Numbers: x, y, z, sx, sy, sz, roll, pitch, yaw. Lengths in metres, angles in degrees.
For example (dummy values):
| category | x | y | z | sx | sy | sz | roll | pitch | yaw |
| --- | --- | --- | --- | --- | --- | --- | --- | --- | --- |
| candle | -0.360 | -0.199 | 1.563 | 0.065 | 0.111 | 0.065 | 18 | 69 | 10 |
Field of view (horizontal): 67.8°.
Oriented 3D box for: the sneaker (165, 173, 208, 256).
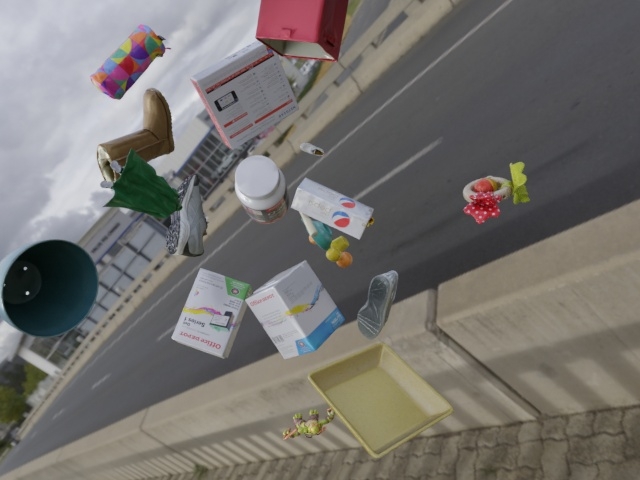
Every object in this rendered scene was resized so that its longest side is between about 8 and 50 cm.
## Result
| category | x | y | z | sx | sy | sz | roll | pitch | yaw |
| --- | --- | --- | --- | --- | --- | --- | --- | --- | --- |
| sneaker | -0.386 | -0.072 | 1.413 | 0.100 | 0.108 | 0.271 | -27 | 55 | 43 |

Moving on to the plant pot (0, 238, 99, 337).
| category | x | y | z | sx | sy | sz | roll | pitch | yaw |
| --- | --- | --- | --- | --- | --- | --- | --- | --- | --- |
| plant pot | -0.864 | 0.136 | 1.444 | 0.195 | 0.290 | 0.290 | 3 | 46 | 29 |

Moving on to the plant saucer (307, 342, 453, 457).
| category | x | y | z | sx | sy | sz | roll | pitch | yaw |
| --- | --- | --- | --- | --- | --- | --- | --- | --- | --- |
| plant saucer | 0.175 | 0.489 | 1.454 | 0.333 | 0.333 | 0.081 | 40 | 130 | 41 |

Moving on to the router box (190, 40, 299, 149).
| category | x | y | z | sx | sy | sz | roll | pitch | yaw |
| --- | --- | --- | --- | --- | --- | --- | --- | --- | --- |
| router box | -0.286 | -0.571 | 1.861 | 0.335 | 0.301 | 0.082 | -34 | 39 | -13 |

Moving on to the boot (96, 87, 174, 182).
| category | x | y | z | sx | sy | sz | roll | pitch | yaw |
| --- | --- | --- | --- | --- | --- | --- | --- | --- | --- |
| boot | -0.583 | -0.331 | 1.495 | 0.089 | 0.236 | 0.269 | 9 | 33 | 27 |

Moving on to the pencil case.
| category | x | y | z | sx | sy | sz | roll | pitch | yaw |
| --- | --- | --- | --- | --- | --- | --- | --- | --- | --- |
| pencil case | -0.542 | -0.507 | 1.359 | 0.236 | 0.104 | 0.104 | -49 | 14 | -9 |

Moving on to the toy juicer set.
| category | x | y | z | sx | sy | sz | roll | pitch | yaw |
| --- | --- | --- | --- | --- | --- | --- | --- | --- | --- |
| toy juicer set | 0.000 | 0.000 | 1.851 | 0.089 | 0.329 | 0.209 | -38 | 36 | 17 |

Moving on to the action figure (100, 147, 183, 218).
| category | x | y | z | sx | sy | sz | roll | pitch | yaw |
| --- | --- | --- | --- | --- | --- | --- | --- | --- | --- |
| action figure | -0.395 | -0.108 | 1.098 | 0.137 | 0.063 | 0.232 | -61 | -25 | -4 |

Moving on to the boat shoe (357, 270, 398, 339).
| category | x | y | z | sx | sy | sz | roll | pitch | yaw |
| --- | --- | --- | --- | --- | --- | --- | --- | --- | --- |
| boat shoe | 0.234 | 0.263 | 1.903 | 0.103 | 0.118 | 0.320 | -22 | -47 | -42 |

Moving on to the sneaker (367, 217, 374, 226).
| category | x | y | z | sx | sy | sz | roll | pitch | yaw |
| --- | --- | --- | --- | --- | --- | --- | --- | --- | --- |
| sneaker | 0.201 | -0.092 | 2.329 | 0.175 | 0.067 | 0.064 | -22 | -37 | -42 |

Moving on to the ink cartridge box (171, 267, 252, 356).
| category | x | y | z | sx | sy | sz | roll | pitch | yaw |
| --- | --- | --- | --- | --- | --- | --- | --- | --- | --- |
| ink cartridge box | -0.397 | 0.272 | 1.770 | 0.117 | 0.201 | 0.278 | 100 | -172 | -73 |

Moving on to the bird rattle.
| category | x | y | z | sx | sy | sz | roll | pitch | yaw |
| --- | --- | --- | --- | --- | --- | --- | --- | --- | --- |
| bird rattle | 0.582 | -0.156 | 1.627 | 0.253 | 0.143 | 0.207 | -32 | 27 | -10 |

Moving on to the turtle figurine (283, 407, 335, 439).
| category | x | y | z | sx | sy | sz | roll | pitch | yaw |
| --- | --- | --- | --- | --- | --- | --- | --- | --- | --- |
| turtle figurine | -0.024 | 0.718 | 1.867 | 0.269 | 0.087 | 0.217 | -24 | -5 | -14 |

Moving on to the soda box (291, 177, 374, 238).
| category | x | y | z | sx | sy | sz | roll | pitch | yaw |
| --- | --- | --- | --- | --- | --- | --- | --- | --- | --- |
| soda box | 0.033 | -0.090 | 1.324 | 0.069 | 0.216 | 0.074 | -60 | -7 | -52 |

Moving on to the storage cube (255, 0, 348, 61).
| category | x | y | z | sx | sy | sz | roll | pitch | yaw |
| --- | --- | --- | --- | --- | --- | --- | --- | --- | --- |
| storage cube | -0.049 | -0.626 | 1.324 | 0.183 | 0.215 | 0.193 | -11 | -66 | -69 |

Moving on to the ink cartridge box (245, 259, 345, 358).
| category | x | y | z | sx | sy | sz | roll | pitch | yaw |
| --- | --- | --- | --- | --- | --- | --- | --- | --- | --- |
| ink cartridge box | -0.092 | 0.253 | 1.736 | 0.198 | 0.270 | 0.197 | -28 | 7 | 46 |

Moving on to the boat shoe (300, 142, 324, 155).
| category | x | y | z | sx | sy | sz | roll | pitch | yaw |
| --- | --- | --- | --- | --- | --- | --- | --- | --- | --- |
| boat shoe | -0.031 | -0.354 | 1.870 | 0.035 | 0.100 | 0.035 | -65 | 24 | 21 |

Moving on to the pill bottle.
| category | x | y | z | sx | sy | sz | roll | pitch | yaw |
| --- | --- | --- | --- | --- | --- | --- | --- | --- | --- |
| pill bottle | -0.244 | -0.210 | 2.004 | 0.210 | 0.210 | 0.363 | -52 | -7 | -9 |
